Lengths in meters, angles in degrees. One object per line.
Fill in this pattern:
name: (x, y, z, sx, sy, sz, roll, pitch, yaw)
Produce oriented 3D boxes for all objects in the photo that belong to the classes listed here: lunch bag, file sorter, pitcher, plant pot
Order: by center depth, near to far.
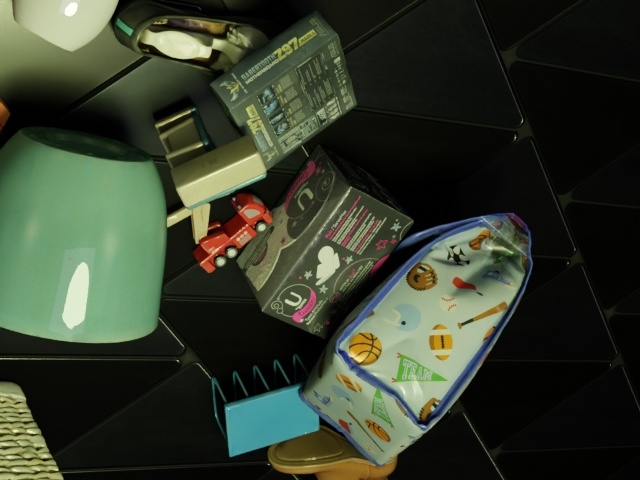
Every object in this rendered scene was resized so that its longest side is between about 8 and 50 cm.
pitcher: (-0.289, -0.344, 1.378, 0.177, 0.125, 0.207, 23, 99, -52)
plant pot: (-0.343, -0.023, 1.469, 0.293, 0.293, 0.235, 7, 103, -30)
lunch bag: (0.167, 0.140, 1.765, 0.385, 0.239, 0.328, -46, 175, -22)
file sorter: (-0.100, 0.287, 1.906, 0.170, 0.104, 0.118, -14, 127, -17)

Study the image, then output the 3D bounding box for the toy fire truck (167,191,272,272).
toy fire truck: (-0.184, -0.021, 1.689, 0.192, 0.047, 0.135, -40, 129, 3)

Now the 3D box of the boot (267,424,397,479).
boot: (0.019, 0.462, 2.101, 0.283, 0.109, 0.220, -11, 130, -29)

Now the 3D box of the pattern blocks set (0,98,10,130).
pattern blocks set: (-0.562, -0.161, 1.419, 0.285, 0.026, 0.325, -16, 128, -16)

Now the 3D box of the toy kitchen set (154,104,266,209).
toy kitchen set: (-0.142, -0.095, 1.548, 0.122, 0.207, 0.166, -24, 131, -1)

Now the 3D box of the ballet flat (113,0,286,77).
ballet flat: (-0.153, -0.269, 1.501, 0.280, 0.096, 0.095, 3, 118, -28)

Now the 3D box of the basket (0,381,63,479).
basket: (-0.605, 0.405, 1.599, 0.331, 0.266, 0.328, 11, 117, -47)

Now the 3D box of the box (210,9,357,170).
box: (-0.047, -0.211, 1.549, 0.183, 0.059, 0.233, -37, 160, -3)

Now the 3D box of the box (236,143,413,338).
box: (0.000, 0.000, 1.720, 0.142, 0.163, 0.247, 28, 107, -34)
